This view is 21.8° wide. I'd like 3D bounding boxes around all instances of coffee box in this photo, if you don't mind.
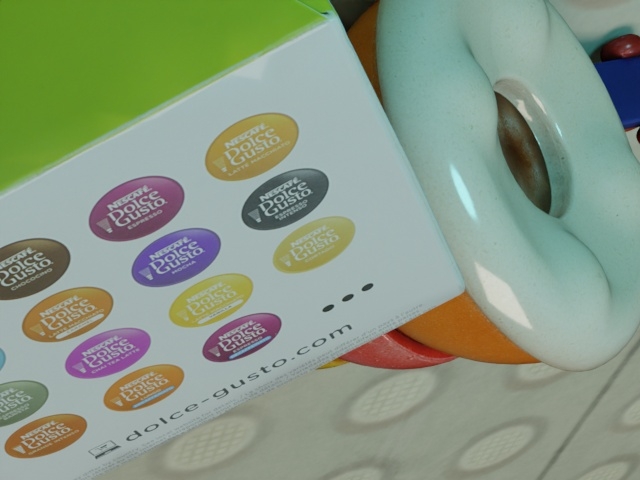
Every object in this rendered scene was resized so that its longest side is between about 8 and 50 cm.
[{"bbox_3d":[-0.161,-0.089,0.995,0.338,0.338,0.334,-28,151,2],"label":"coffee box"}]

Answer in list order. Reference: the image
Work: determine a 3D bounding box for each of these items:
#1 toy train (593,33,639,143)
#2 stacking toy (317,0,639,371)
[{"bbox_3d":[0.272,-0.119,1.568,0.248,0.105,0.143,-13,165,-36],"label":"toy train"},{"bbox_3d":[0.000,0.000,1.385,0.480,0.350,0.350,-24,156,31],"label":"stacking toy"}]
